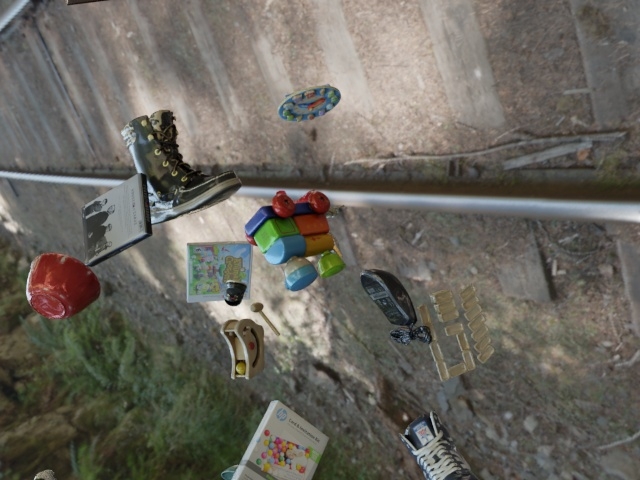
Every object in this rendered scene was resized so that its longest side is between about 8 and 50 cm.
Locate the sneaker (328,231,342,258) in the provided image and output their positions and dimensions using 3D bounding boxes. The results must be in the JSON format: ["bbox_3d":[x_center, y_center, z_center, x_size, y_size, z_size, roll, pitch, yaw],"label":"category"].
[{"bbox_3d":[0.003,0.001,2.087,0.215,0.083,0.084,46,-165,-29],"label":"sneaker"}]

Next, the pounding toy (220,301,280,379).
[{"bbox_3d":[-0.246,0.351,2.026,0.154,0.154,0.270,-8,79,31],"label":"pounding toy"}]

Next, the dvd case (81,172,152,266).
[{"bbox_3d":[-0.543,-0.053,1.523,0.238,0.029,0.180,-23,66,26],"label":"dvd case"}]

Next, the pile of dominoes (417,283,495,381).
[{"bbox_3d":[0.407,0.271,1.732,0.040,0.195,0.251,155,97,-79],"label":"pile of dominoes"}]

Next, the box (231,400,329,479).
[{"bbox_3d":[-0.079,0.440,1.141,0.145,0.186,0.038,41,143,-15],"label":"box"}]

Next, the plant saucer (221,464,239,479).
[{"bbox_3d":[-0.146,0.494,1.195,0.119,0.021,0.119,11,143,9],"label":"plant saucer"}]

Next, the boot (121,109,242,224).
[{"bbox_3d":[-0.387,-0.209,1.538,0.377,0.138,0.284,-14,96,45],"label":"boot"}]

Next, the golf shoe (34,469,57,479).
[{"bbox_3d":[-0.794,0.767,1.701,0.176,0.069,0.086,49,167,7],"label":"golf shoe"}]

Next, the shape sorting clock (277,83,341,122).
[{"bbox_3d":[-0.034,-0.422,1.791,0.206,0.206,0.040,-46,56,59],"label":"shape sorting clock"}]

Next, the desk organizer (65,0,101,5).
[{"bbox_3d":[-0.493,-0.552,1.255,0.050,0.130,0.047,8,114,65],"label":"desk organizer"}]

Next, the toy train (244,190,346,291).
[{"bbox_3d":[0.000,0.000,0.989,0.105,0.248,0.143,-43,68,37],"label":"toy train"}]

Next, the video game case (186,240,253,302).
[{"bbox_3d":[-0.304,0.096,1.729,0.023,0.193,0.213,-113,26,-54],"label":"video game case"}]

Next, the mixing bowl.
[{"bbox_3d":[-0.655,0.131,1.430,0.181,0.098,0.182,5,129,6],"label":"mixing bowl"}]

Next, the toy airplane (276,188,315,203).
[{"bbox_3d":[-0.079,-0.106,1.641,0.028,0.151,0.151,63,154,25],"label":"toy airplane"}]

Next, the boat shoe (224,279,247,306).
[{"bbox_3d":[-0.200,0.123,1.342,0.048,0.042,0.133,13,158,-6],"label":"boat shoe"}]

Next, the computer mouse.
[{"bbox_3d":[0.219,0.182,1.689,0.272,0.072,0.188,55,154,-9],"label":"computer mouse"}]

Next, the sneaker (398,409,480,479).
[{"bbox_3d":[0.228,0.421,1.089,0.153,0.099,0.282,56,180,5],"label":"sneaker"}]
